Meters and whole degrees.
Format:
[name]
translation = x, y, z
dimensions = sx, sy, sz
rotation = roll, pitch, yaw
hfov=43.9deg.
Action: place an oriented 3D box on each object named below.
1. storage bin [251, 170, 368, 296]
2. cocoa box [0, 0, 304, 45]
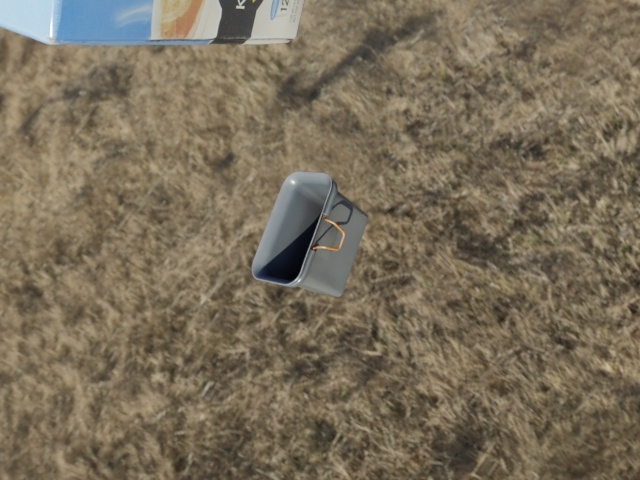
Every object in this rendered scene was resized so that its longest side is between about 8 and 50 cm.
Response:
[storage bin]
translation = 0.000, 0.000, 0.916
dimensions = 0.098, 0.091, 0.135
rotation = 8, 75, 47
[cocoa box]
translation = -0.191, -0.272, 0.486
dimensions = 0.347, 0.228, 0.231
rotation = 23, 113, 23
